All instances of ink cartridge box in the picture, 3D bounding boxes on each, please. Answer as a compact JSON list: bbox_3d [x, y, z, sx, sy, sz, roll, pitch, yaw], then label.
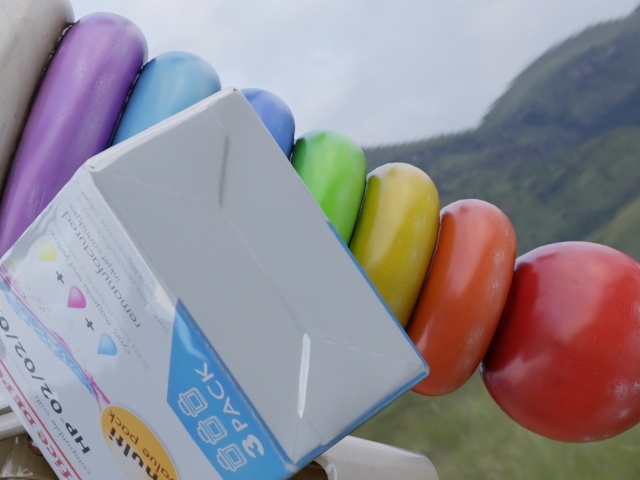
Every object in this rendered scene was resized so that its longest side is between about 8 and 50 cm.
[{"bbox_3d":[-0.057,0.039,0.481,0.062,0.104,0.181,-33,-2,-34],"label":"ink cartridge box"}]

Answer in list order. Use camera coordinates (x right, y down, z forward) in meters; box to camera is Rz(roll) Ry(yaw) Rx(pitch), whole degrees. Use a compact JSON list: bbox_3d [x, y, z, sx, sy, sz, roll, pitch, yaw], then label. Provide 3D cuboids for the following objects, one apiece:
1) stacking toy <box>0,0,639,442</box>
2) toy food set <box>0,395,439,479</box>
[{"bbox_3d":[0.000,0.000,0.636,0.141,0.330,0.141,-162,90,-86],"label":"stacking toy"},{"bbox_3d":[-0.095,0.159,0.888,0.220,0.092,0.306,17,-19,-26],"label":"toy food set"}]
